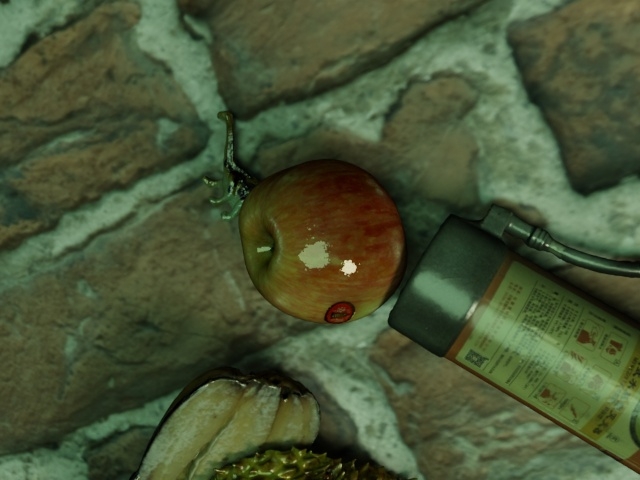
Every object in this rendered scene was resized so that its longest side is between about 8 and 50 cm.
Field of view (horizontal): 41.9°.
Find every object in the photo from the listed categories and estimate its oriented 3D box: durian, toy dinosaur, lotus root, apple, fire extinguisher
[{"bbox_3d":[-0.029,0.283,0.808,0.252,0.139,0.144,-34,55,6],"label":"durian"},{"bbox_3d":[-0.077,-0.034,0.808,0.058,0.037,0.180,-23,96,26],"label":"toy dinosaur"},{"bbox_3d":[-0.121,0.245,0.868,0.167,0.078,0.329,23,116,-22],"label":"lotus root"},{"bbox_3d":[0.000,0.000,0.732,0.131,0.146,0.146,-9,105,-24],"label":"apple"},{"bbox_3d":[0.258,0.092,0.695,0.376,0.113,0.200,32,110,7],"label":"fire extinguisher"}]
